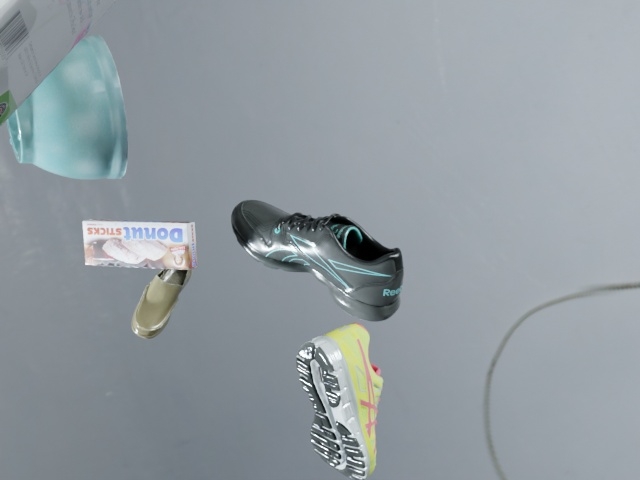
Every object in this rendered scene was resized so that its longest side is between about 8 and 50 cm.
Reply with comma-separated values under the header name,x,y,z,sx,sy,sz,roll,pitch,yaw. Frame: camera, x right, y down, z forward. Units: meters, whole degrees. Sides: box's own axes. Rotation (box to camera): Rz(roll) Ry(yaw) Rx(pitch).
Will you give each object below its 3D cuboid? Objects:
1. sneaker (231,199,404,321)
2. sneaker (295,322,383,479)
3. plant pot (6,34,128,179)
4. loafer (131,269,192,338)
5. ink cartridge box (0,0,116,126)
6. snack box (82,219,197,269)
name,x,y,z,sx,sy,sz,roll,pitch,yaw
sneaker,0.000,0.000,1.271,0.267,0.101,0.106,28,132,18
sneaker,0.040,0.184,1.080,0.081,0.094,0.208,18,130,37
plant pot,-0.520,-0.253,1.899,0.293,0.196,0.293,38,134,56
loafer,-0.238,0.079,1.428,0.056,0.148,0.050,22,147,2
ink cartridge box,-0.230,-0.249,0.775,0.119,0.353,0.207,39,167,-3
snack box,-0.250,0.005,1.311,0.178,0.022,0.064,2,98,26
